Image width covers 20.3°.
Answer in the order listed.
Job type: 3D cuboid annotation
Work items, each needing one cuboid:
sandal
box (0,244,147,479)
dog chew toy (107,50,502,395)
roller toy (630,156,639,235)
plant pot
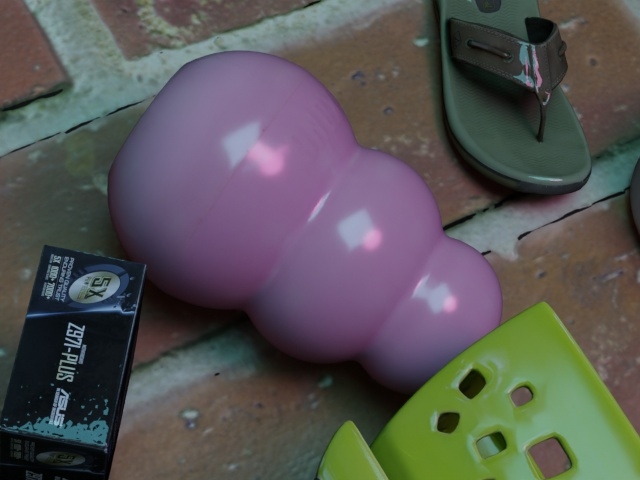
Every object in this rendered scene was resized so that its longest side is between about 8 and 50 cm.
[{"bbox_3d":[0.163,-0.172,1.590,0.120,0.086,0.303,-5,62,-15],"label":"sandal"},{"bbox_3d":[-0.182,0.114,1.301,0.077,0.180,0.147,11,59,-4],"label":"box"},{"bbox_3d":[0.000,0.000,1.400,0.331,0.206,0.207,35,60,-1],"label":"dog chew toy"},{"bbox_3d":[0.377,-0.051,1.532,0.209,0.146,0.191,33,60,7],"label":"roller toy"},{"bbox_3d":[0.116,0.213,1.289,0.207,0.228,0.227,-25,69,-17],"label":"plant pot"}]
